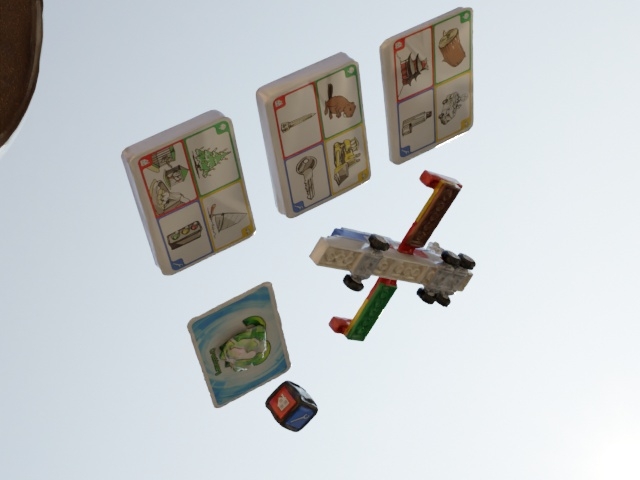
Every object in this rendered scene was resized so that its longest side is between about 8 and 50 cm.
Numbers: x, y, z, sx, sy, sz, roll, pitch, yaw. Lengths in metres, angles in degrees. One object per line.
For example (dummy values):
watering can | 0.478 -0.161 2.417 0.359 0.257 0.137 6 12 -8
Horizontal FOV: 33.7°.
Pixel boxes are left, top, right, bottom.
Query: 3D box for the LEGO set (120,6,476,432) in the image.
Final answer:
LEGO set | 0.000 0.000 0.573 0.182 0.060 0.244 -27 -43 -16

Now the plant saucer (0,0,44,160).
plant saucer | -0.262 -0.168 0.700 0.310 0.050 0.310 0 -90 -75
